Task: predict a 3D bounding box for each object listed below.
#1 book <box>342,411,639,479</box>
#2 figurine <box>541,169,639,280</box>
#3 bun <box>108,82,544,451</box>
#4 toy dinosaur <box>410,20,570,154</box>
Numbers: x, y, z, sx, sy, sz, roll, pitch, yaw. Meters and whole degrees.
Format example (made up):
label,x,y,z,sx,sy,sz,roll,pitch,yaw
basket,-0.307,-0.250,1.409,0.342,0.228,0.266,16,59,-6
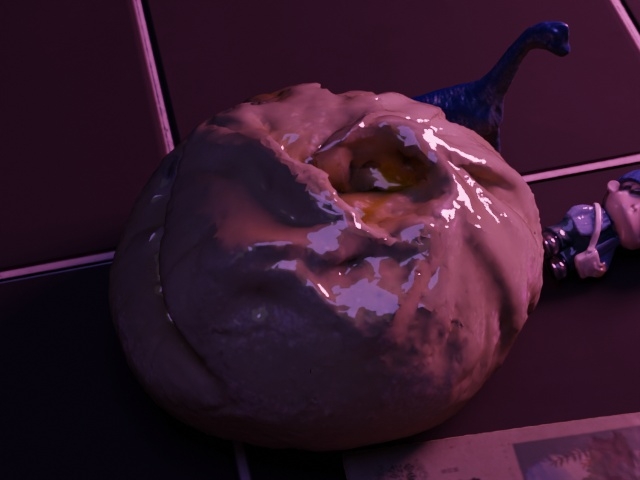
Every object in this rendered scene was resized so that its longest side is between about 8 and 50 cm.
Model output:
label,x,y,z,sx,sy,sz,roll,pitch,yaw
book,0.174,0.233,1.082,0.282,0.025,0.215,-9,50,-8
figurine,0.258,-0.011,1.282,0.136,0.077,0.079,-21,14,3
bun,0.000,0.000,1.171,0.365,0.219,0.365,-1,44,1
toy dinosaur,0.098,-0.134,1.311,0.247,0.188,0.075,12,42,15
